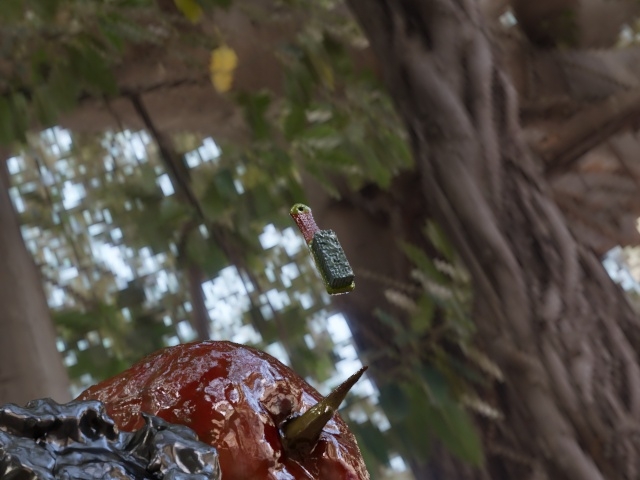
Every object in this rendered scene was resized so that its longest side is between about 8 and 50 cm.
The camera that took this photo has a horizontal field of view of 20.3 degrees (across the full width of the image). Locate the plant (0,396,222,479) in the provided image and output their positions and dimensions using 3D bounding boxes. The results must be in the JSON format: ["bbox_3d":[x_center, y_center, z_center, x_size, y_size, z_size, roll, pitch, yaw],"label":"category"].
[{"bbox_3d":[-0.112,0.195,0.739,0.164,0.142,0.256,14,-80,-5],"label":"plant"}]

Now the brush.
[{"bbox_3d":[0.000,0.000,1.148,0.019,0.083,0.021,-10,-45,-19],"label":"brush"}]

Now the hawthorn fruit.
[{"bbox_3d":[-0.095,0.203,1.399,0.258,0.262,0.258,3,-95,-34],"label":"hawthorn fruit"}]
